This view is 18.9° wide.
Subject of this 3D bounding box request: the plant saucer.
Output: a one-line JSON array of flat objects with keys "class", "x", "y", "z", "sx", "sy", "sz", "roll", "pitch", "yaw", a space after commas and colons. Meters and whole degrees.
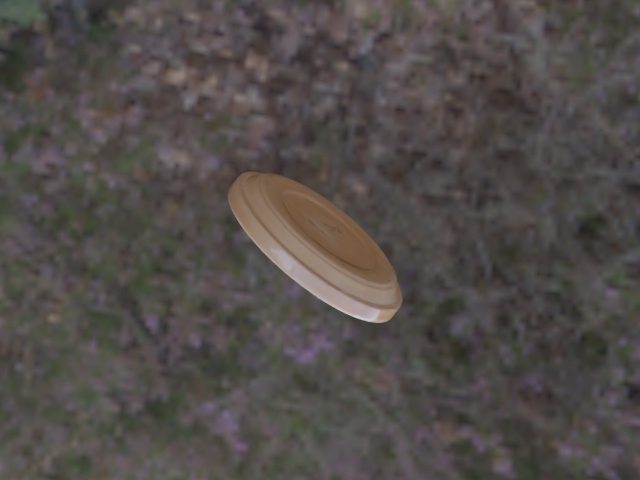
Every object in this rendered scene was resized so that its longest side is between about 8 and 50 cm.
[{"class": "plant saucer", "x": 0.000, "y": 0.000, "z": 0.770, "sx": 0.083, "sy": 0.083, "sz": 0.013, "roll": 26, "pitch": 112, "yaw": -38}]
